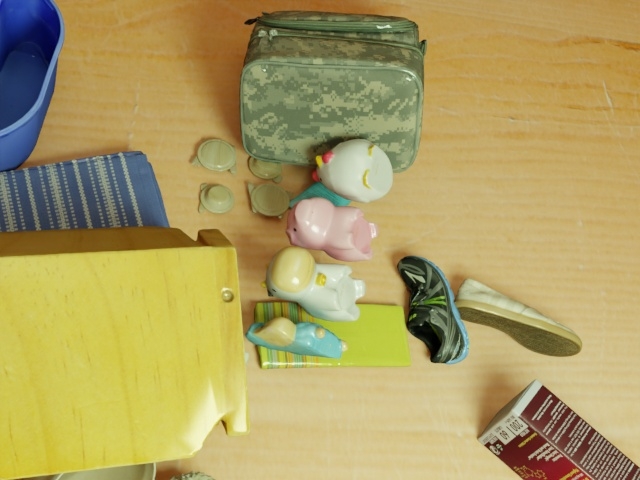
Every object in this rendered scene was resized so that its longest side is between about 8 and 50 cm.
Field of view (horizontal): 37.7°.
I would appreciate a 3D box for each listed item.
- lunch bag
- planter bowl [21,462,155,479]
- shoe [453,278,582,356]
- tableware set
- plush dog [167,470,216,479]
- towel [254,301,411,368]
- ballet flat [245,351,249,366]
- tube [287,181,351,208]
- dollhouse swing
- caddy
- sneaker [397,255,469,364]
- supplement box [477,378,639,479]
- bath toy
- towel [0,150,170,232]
[{"bbox_3d":[0.019,-0.267,1.532,0.305,0.212,0.256,3,40,4],"label":"lunch bag"},{"bbox_3d":[-0.302,0.285,1.159,0.162,0.162,0.109,-31,47,-30],"label":"planter bowl"},{"bbox_3d":[0.315,0.121,1.483,0.219,0.076,0.058,22,56,-5],"label":"shoe"},{"bbox_3d":[-0.126,-0.099,1.517,0.169,0.020,0.141,7,56,-12],"label":"tableware set"},{"bbox_3d":[-0.166,0.425,1.101,0.225,0.210,0.262,-40,75,-6],"label":"plush dog"},{"bbox_3d":[0.019,0.145,1.415,0.237,0.021,0.102,2,65,-17],"label":"towel"},{"bbox_3d":[-0.148,0.148,1.335,0.079,0.077,0.221,4,55,-43],"label":"ballet flat"},{"bbox_3d":[0.041,-0.099,1.553,0.080,0.052,0.207,33,58,22],"label":"tube"},{"bbox_3d":[-0.300,0.118,1.193,0.347,0.305,0.315,-3,83,-17],"label":"dollhouse swing"},{"bbox_3d":[-0.520,-0.261,1.398,0.241,0.179,0.341,13,56,-10],"label":"caddy"},{"bbox_3d":[0.165,0.105,1.453,0.078,0.067,0.188,-10,66,-29],"label":"sneaker"},{"bbox_3d":[0.357,0.322,1.342,0.239,0.130,0.073,40,57,10],"label":"supplement box"},{"bbox_3d":[0.000,0.000,1.390,0.151,0.129,0.348,44,55,-44],"label":"bath toy"},{"bbox_3d":[-0.385,-0.005,1.375,0.336,0.040,0.243,-11,66,-21],"label":"towel"}]
